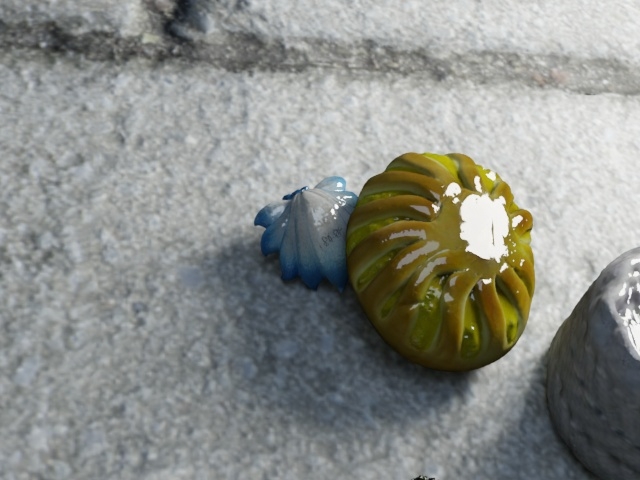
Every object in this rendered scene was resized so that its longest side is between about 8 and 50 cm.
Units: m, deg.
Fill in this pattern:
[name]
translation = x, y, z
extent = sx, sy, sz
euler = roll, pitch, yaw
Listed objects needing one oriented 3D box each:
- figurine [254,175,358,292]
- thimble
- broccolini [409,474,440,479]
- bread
[figurine]
translation = 0.000, 0.000, 1.195
extent = 0.114, 0.079, 0.114
euler = 3, 84, -26
[thimble]
translation = 0.333, 0.122, 1.122
extent = 0.245, 0.157, 0.217
euler = 41, 58, 16
[broccolini]
translation = 0.125, 0.293, 1.039
extent = 0.042, 0.044, 0.218
euler = -7, 61, -35
[bread]
translation = 0.118, 0.012, 1.162
extent = 0.213, 0.105, 0.213
euler = 11, 64, -24
